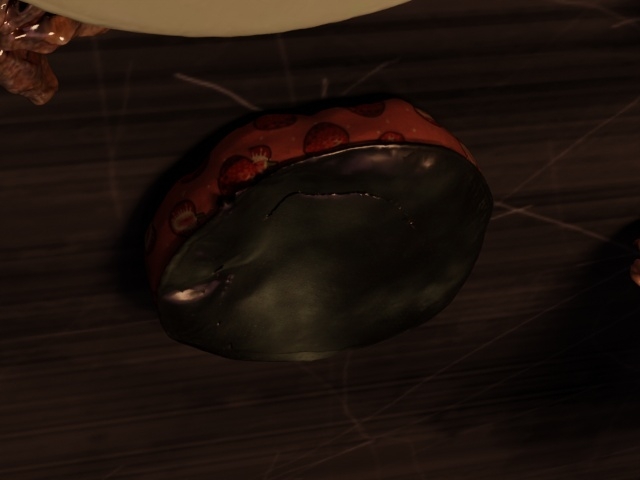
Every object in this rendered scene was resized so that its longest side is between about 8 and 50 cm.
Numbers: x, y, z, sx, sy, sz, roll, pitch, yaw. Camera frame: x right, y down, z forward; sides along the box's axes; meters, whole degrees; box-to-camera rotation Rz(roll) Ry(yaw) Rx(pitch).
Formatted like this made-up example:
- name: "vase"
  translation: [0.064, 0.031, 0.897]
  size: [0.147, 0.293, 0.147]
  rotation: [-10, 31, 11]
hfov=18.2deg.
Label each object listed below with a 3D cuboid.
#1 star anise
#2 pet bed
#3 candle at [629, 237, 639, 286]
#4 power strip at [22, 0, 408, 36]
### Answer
- name: "star anise"
  translation: [-0.146, -0.097, 0.862]
  size: [0.141, 0.042, 0.141]
  rotation: [-14, 147, -9]
- name: "pet bed"
  translation: [0.000, 0.000, 1.068]
  size: [0.201, 0.053, 0.201]
  rotation: [-15, 147, -10]
- name: "candle"
  translation: [0.312, 0.084, 1.210]
  size: [0.131, 0.287, 0.317]
  rotation: [-36, -174, 17]
- name: "power strip"
  translation: [-0.016, -0.224, 0.646]
  size: [0.357, 0.161, 0.357]
  rotation: [-15, 146, -10]
